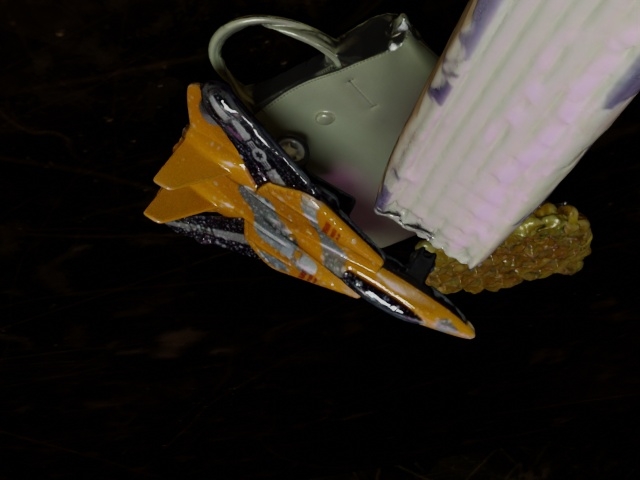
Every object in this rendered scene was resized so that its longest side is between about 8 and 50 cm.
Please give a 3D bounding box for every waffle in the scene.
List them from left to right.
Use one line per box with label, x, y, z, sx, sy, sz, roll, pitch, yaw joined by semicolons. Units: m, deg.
waffle;0.242;0.021;1.296;0.238;0.058;0.243;-15;156;10

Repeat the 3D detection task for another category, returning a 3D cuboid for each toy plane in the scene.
toy plane;0.004;-0.009;0.873;0.316;0.103;0.204;25;141;-3

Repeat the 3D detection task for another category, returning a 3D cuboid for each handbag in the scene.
handbag;0.023;-0.102;0.900;0.241;0.109;0.315;-25;148;29

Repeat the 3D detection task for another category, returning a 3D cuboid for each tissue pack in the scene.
tissue pack;0.168;-0.154;0.671;0.125;0.242;0.343;32;150;2
